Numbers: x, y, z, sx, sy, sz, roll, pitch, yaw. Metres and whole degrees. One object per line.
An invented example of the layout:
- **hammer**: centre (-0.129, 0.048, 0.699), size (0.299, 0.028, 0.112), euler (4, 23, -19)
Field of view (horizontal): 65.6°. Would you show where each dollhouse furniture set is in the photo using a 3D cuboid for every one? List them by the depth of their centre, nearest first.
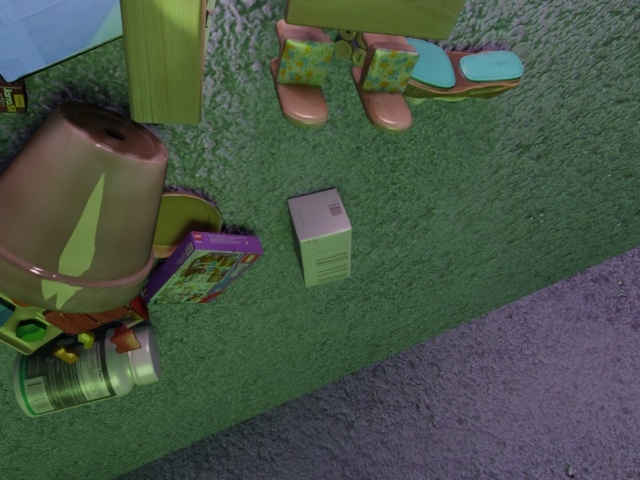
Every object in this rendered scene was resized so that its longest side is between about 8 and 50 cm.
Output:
- **dollhouse furniture set**: centre (-0.003, -0.272, 0.544), size (0.395, 0.256, 0.362), euler (-2, 143, -17)
- **dollhouse furniture set**: centre (-0.503, 0.150, 1.228), size (0.152, 0.201, 0.374), euler (-20, 147, -1)

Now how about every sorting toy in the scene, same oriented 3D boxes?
- **sorting toy**: centre (-0.694, 0.205, 1.253), size (0.229, 0.041, 0.307), euler (-35, 130, 4)

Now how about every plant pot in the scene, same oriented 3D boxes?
- **plant pot**: centre (-0.416, -0.078, 0.890), size (0.323, 0.323, 0.280), euler (16, 116, -42)
- **plant pot**: centre (-0.357, -0.039, 1.181), size (0.237, 0.032, 0.236), euler (-14, 147, -9)

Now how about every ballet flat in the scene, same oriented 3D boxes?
- **ballet flat**: centre (0.249, -0.332, 1.017), size (0.343, 0.116, 0.124), euler (-8, 165, -23)

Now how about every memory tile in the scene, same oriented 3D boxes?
- **memory tile**: centre (0.086, -0.371, 0.872), size (0.012, 0.113, 0.148), euler (-49, 167, -39)

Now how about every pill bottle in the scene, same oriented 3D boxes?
- **pill bottle**: centre (-0.673, 0.375, 1.464), size (0.362, 0.204, 0.204), euler (-11, 146, -12)

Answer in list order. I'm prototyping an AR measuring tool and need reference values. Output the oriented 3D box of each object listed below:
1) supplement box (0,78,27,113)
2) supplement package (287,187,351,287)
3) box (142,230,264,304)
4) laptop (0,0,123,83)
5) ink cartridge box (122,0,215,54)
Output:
- **supplement box**: centre (-0.522, -0.239, 0.797), size (0.084, 0.043, 0.055), euler (-4, 142, -23)
- **supplement package**: centre (0.000, 0.000, 1.322), size (0.134, 0.138, 0.244), euler (-14, 148, -7)
- **box**: centre (-0.314, 0.080, 1.312), size (0.201, 0.057, 0.293), euler (5, 145, -44)
- **laptop**: centre (-0.314, -0.397, 0.481), size (0.382, 0.236, 0.408), euler (-22, 177, 3)
- **ink cartridge box**: centre (-0.220, -0.374, 0.728), size (0.128, 0.072, 0.175), euler (-2, 143, -26)
